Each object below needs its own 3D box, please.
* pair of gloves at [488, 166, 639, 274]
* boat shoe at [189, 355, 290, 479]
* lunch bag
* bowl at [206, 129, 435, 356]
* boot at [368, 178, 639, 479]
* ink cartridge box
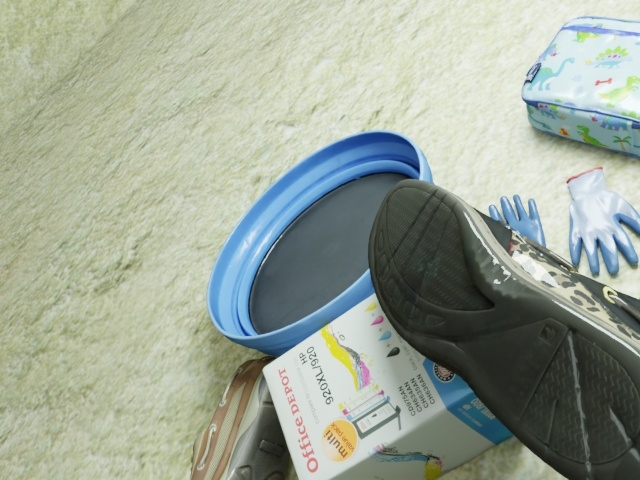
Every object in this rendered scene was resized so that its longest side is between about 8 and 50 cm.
[{"bbox_3d":[0.308,-0.011,0.778,0.198,0.023,0.159,-20,50,22],"label":"pair of gloves"},{"bbox_3d":[-0.117,0.309,0.812,0.117,0.123,0.324,1,56,43],"label":"boat shoe"},{"bbox_3d":[0.399,-0.216,0.803,0.219,0.090,0.176,29,78,41],"label":"lunch bag"},{"bbox_3d":[0.000,0.000,0.882,0.391,0.077,0.391,-30,32,22],"label":"bowl"},{"bbox_3d":[0.233,0.075,0.567,0.377,0.284,0.138,45,117,54],"label":"boot"},{"bbox_3d":[0.086,0.183,0.705,0.233,0.168,0.171,-35,48,12],"label":"ink cartridge box"}]
